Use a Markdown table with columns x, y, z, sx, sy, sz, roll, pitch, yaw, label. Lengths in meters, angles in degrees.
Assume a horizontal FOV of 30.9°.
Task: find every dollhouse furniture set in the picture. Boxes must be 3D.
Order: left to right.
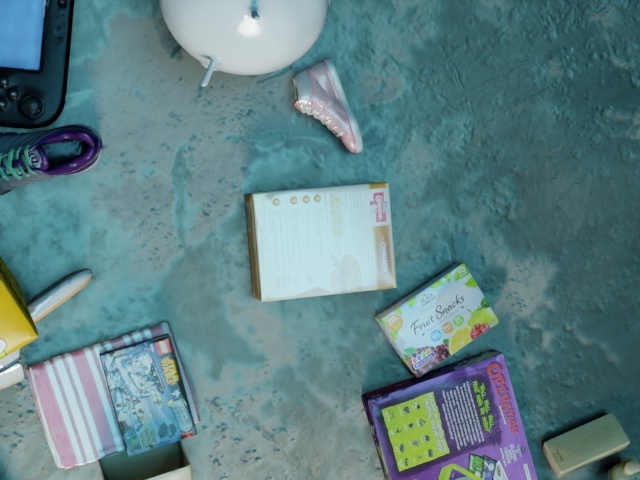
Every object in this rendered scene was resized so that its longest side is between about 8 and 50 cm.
| x | y | z | sx | sy | sz | roll | pitch | yaw | label |
| --- | --- | --- | --- | --- | --- | --- | --- | --- | --- |
| 0.386 | 0.361 | 1.669 | 0.144 | 0.123 | 0.151 | -21 | 62 | -12 | dollhouse furniture set |

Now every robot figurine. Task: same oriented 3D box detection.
| x | y | z | sx | sy | sz | roll | pitch | yaw | label |
| --- | --- | --- | --- | --- | --- | --- | --- | --- | --- |
| -0.080 | -0.340 | 1.390 | 0.199 | 0.300 | 0.354 | 18 | 50 | -11 | robot figurine |

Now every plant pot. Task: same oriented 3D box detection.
| x | y | z | sx | sy | sz | roll | pitch | yaw | label |
| --- | --- | --- | --- | --- | --- | --- | --- | --- | --- |
| -0.215 | 0.324 | 1.487 | 0.109 | 0.109 | 0.096 | -17 | 108 | -12 | plant pot |

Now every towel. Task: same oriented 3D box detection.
| x | y | z | sx | sy | sz | roll | pitch | yaw | label |
| --- | --- | --- | --- | --- | --- | --- | --- | --- | --- |
| -0.267 | 0.200 | 1.506 | 0.197 | 0.029 | 0.144 | -18 | 96 | -15 | towel |

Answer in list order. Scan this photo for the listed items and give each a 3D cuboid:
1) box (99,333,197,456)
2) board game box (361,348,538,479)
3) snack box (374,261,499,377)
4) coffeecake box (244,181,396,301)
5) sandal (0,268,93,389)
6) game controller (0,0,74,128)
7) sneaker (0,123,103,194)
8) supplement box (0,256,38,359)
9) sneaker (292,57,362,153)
| x | y | z | sx | sy | sz | roll | pitch | yaw | label |
| --- | --- | --- | --- | --- | --- | --- | --- | --- | --- |
| -0.221 | 0.198 | 1.489 | 0.094 | 0.027 | 0.137 | -15 | 94 | -14 | box |
| 0.201 | 0.348 | 1.615 | 0.208 | 0.056 | 0.347 | -17 | 96 | -8 | board game box |
| 0.161 | 0.108 | 1.598 | 0.141 | 0.037 | 0.100 | -34 | 98 | -10 | snack box |
| 0.000 | 0.000 | 1.539 | 0.185 | 0.068 | 0.142 | -5 | 93 | -13 | coffeecake box |
| -0.379 | 0.135 | 1.437 | 0.265 | 0.102 | 0.076 | -36 | 99 | -12 | sandal |
| -0.389 | -0.300 | 1.435 | 0.166 | 0.067 | 0.319 | 5 | 90 | -14 | game controller |
| -0.379 | -0.101 | 1.428 | 0.223 | 0.098 | 0.083 | -18 | 96 | -13 | sneaker |
| -0.537 | 0.093 | 1.324 | 0.356 | 0.195 | 0.194 | -31 | 118 | -10 | supplement box |
| 0.005 | -0.169 | 1.544 | 0.070 | 0.051 | 0.134 | -22 | 94 | -10 | sneaker |
